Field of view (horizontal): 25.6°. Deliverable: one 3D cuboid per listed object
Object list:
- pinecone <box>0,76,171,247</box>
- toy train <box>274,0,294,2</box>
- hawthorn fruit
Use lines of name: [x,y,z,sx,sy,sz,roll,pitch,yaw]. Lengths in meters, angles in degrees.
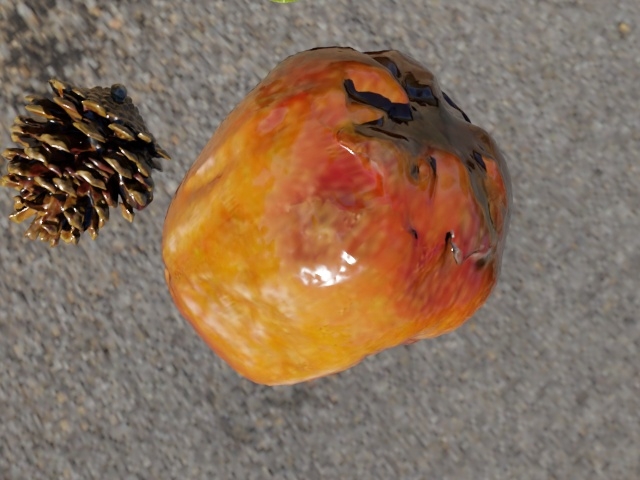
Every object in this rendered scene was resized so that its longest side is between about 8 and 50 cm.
pinecone: [-0.233,-0.073,1.355,0.173,0.173,0.174,-15,127,-21]
toy train: [0.002,-0.305,1.136,0.137,0.090,0.225,-16,117,-29]
hawthorn fruit: [0.008,-0.007,0.704,0.179,0.173,0.173,-46,131,3]
